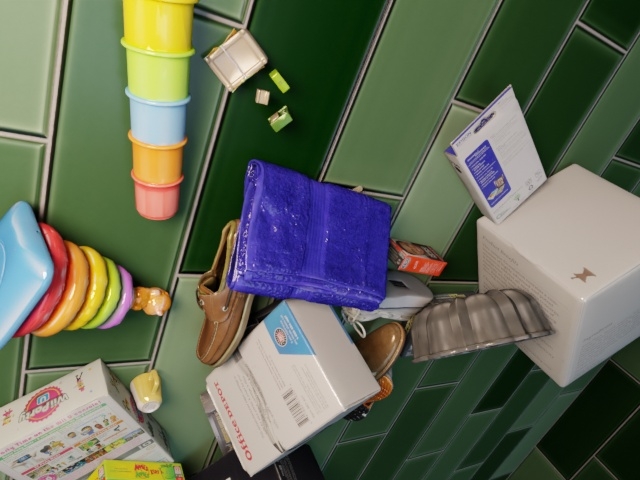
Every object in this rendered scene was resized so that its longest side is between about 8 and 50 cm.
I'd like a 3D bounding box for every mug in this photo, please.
[{"bbox_3d":[-0.354,0.310,0.944,0.062,0.064,0.078,-18,130,-18],"label":"mug"}]

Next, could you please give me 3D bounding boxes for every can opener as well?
[{"bbox_3d":[-0.120,0.168,0.985,0.186,0.073,0.059,-22,125,-28],"label":"can opener"}]

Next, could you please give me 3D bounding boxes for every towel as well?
[{"bbox_3d":[0.000,0.000,0.823,0.309,0.076,0.227,14,79,-32],"label":"towel"}]

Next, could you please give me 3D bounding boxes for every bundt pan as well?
[{"bbox_3d":[0.365,0.200,1.103,0.331,0.124,0.331,-10,163,-3],"label":"bundt pan"}]

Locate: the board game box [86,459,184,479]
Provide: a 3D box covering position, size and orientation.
[{"bbox_3d":[-0.387,0.505,0.959,0.092,0.043,0.181,-49,135,10],"label":"board game box"}]

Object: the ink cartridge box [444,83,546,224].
[{"bbox_3d":[0.383,-0.182,1.018,0.165,0.065,0.333,-44,136,5],"label":"ink cartridge box"}]

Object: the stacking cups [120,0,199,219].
[{"bbox_3d":[-0.228,-0.172,0.634,0.096,0.096,0.316,-4,126,-29],"label":"stacking cups"}]

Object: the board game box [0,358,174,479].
[{"bbox_3d":[-0.465,0.401,0.925,0.224,0.097,0.303,-26,134,-13],"label":"board game box"}]

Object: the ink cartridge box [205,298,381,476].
[{"bbox_3d":[-0.068,0.287,0.926,0.129,0.223,0.307,-2,143,-51],"label":"ink cartridge box"}]

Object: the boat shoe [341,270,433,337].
[{"bbox_3d":[0.104,0.143,1.063,0.367,0.136,0.156,11,120,-48],"label":"boat shoe"}]

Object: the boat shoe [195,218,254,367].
[{"bbox_3d":[-0.184,0.097,0.866,0.105,0.111,0.307,16,104,-35],"label":"boat shoe"}]

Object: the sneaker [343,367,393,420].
[{"bbox_3d":[0.121,0.404,1.288,0.099,0.121,0.262,37,127,-6],"label":"sneaker"}]

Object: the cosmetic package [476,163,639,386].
[{"bbox_3d":[0.642,0.092,1.200,0.328,0.329,0.393,-29,135,-9],"label":"cosmetic package"}]

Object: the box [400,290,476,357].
[{"bbox_3d":[0.335,0.235,1.310,0.233,0.059,0.183,-1,124,-30],"label":"box"}]

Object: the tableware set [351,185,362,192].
[{"bbox_3d":[0.014,-0.020,0.927,0.194,0.039,0.128,-26,110,-20],"label":"tableware set"}]

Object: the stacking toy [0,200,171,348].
[{"bbox_3d":[-0.360,0.079,0.727,0.165,0.175,0.302,-49,147,10],"label":"stacking toy"}]

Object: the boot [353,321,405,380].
[{"bbox_3d":[0.079,0.302,1.165,0.305,0.112,0.115,-42,124,17],"label":"boot"}]

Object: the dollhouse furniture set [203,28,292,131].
[{"bbox_3d":[-0.099,-0.242,0.706,0.076,0.058,0.151,-37,116,8],"label":"dollhouse furniture set"}]

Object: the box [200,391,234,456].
[{"bbox_3d":[-0.179,0.427,1.146,0.183,0.056,0.230,-20,132,-16],"label":"box"}]

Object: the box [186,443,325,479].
[{"bbox_3d":[-0.190,0.686,1.208,0.343,0.178,0.312,-34,143,2],"label":"box"}]

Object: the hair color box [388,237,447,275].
[{"bbox_3d":[0.221,0.040,1.083,0.141,0.072,0.043,10,118,-37],"label":"hair color box"}]
